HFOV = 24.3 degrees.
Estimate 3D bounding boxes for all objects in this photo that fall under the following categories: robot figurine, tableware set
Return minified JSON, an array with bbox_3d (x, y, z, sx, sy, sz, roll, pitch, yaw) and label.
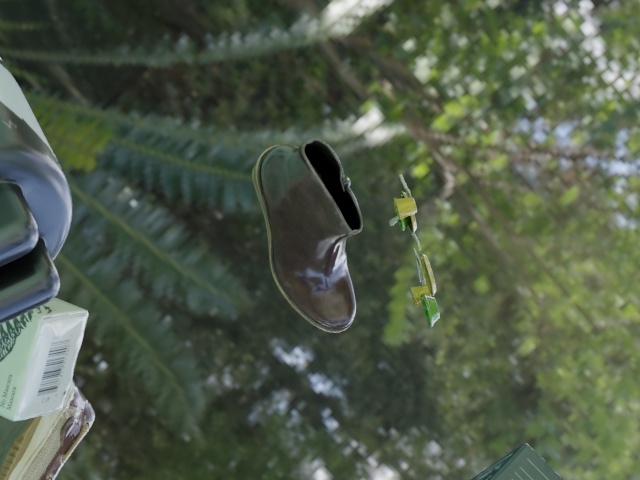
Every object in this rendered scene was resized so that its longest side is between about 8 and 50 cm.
[{"bbox_3d":[-0.288,-0.056,1.124,0.209,0.173,0.278,-59,-135,29],"label":"robot figurine"},{"bbox_3d":[0.099,0.014,1.604,0.024,0.154,0.104,-15,-146,-4],"label":"tableware set"}]

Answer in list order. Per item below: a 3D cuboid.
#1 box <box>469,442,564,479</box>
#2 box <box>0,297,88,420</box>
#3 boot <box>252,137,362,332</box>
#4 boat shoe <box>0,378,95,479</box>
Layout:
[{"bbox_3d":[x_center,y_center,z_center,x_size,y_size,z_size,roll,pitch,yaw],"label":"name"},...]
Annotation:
[{"bbox_3d":[0.195,0.476,2.054,0.312,0.179,0.343,-43,173,-22],"label":"box"},{"bbox_3d":[-0.375,0.077,1.467,0.094,0.275,0.113,-5,112,-69],"label":"box"},{"bbox_3d":[0.000,0.000,1.772,0.090,0.248,0.207,-28,-173,-19],"label":"boot"},{"bbox_3d":[-0.364,0.301,1.701,0.123,0.123,0.342,-3,-134,36],"label":"boat shoe"}]
